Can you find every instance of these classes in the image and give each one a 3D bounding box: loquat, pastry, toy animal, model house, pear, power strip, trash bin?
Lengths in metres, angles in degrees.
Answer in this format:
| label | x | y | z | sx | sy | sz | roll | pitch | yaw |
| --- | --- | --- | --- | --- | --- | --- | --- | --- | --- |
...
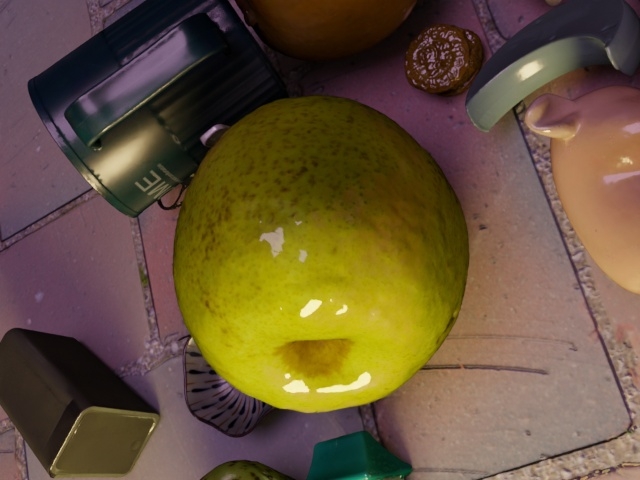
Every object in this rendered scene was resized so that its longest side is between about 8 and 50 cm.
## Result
| label | x | y | z | sx | sy | sz | roll | pitch | yaw |
| --- | --- | --- | --- | --- | --- | --- | --- | --- | --- |
| loquat | 0.019 | -0.417 | 1.174 | 0.359 | 0.328 | 0.328 | -27 | 62 | -7 |
| pastry | 0.169 | -0.246 | 1.180 | 0.109 | 0.057 | 0.097 | -39 | 66 | 21 |
| toy animal | 0.368 | -0.065 | 0.929 | 0.213 | 0.195 | 0.256 | -29 | 62 | 15 |
| model house | 0.050 | 0.314 | 1.074 | 0.100 | 0.127 | 0.149 | -23 | 71 | 25 |
| pear | 0.000 | 0.000 | 1.058 | 0.391 | 0.391 | 0.391 | -8 | 74 | 31 |
| power strip | 0.279 | -0.220 | 1.057 | 0.253 | 0.054 | 0.167 | -16 | 35 | 50 |
| trash bin | -0.394 | 0.249 | 1.354 | 0.240 | 0.164 | 0.122 | 34 | 97 | 37 |

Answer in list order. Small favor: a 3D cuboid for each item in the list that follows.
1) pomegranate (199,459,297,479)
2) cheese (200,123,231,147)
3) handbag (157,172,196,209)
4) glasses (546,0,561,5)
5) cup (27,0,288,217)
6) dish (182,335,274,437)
| label | x | y | z | sx | sy | sz | roll | pitch | yaw |
| --- | --- | --- | --- | --- | --- | --- | --- | --- | --- |
| pomegranate | -0.102 | 0.407 | 1.063 | 0.204 | 0.276 | 0.222 | -31 | 99 | 25 |
| cheese | -0.093 | -0.132 | 1.201 | 0.127 | 0.251 | 0.054 | -38 | 76 | 18 |
| handbag | -0.222 | -0.109 | 1.383 | 0.115 | 0.072 | 0.139 | 39 | 103 | 30 |
| glasses | 0.299 | -0.430 | 1.100 | 0.220 | 0.088 | 0.189 | -49 | 41 | 10 |
| cup | -0.228 | -0.222 | 1.204 | 0.292 | 0.308 | 0.242 | -35 | 65 | 2 |
| dish | -0.108 | 0.186 | 1.242 | 0.191 | 0.066 | 0.190 | -7 | 75 | 29 |
